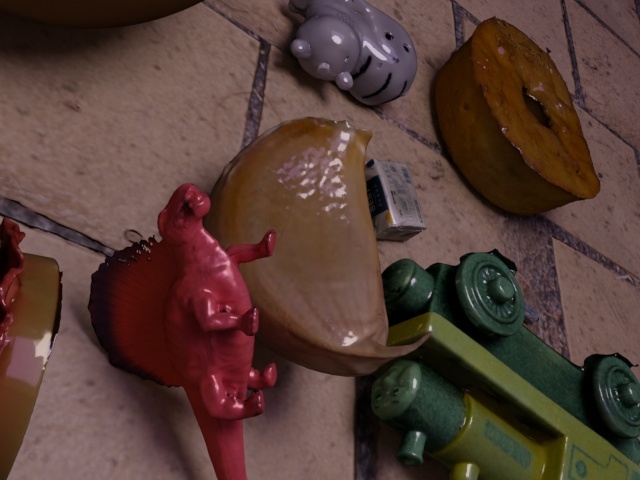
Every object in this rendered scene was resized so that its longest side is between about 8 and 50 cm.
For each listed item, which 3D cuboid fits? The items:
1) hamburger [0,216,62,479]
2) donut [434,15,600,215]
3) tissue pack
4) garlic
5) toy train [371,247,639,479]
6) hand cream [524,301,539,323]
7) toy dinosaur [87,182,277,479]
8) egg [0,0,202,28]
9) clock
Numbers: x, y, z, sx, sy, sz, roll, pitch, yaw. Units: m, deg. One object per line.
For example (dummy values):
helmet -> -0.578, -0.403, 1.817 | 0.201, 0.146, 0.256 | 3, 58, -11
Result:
hamburger -> -0.227, 0.058, 0.423 | 0.136, 0.175, 0.175 | 21, 53, -26
donut -> 0.262, -0.158, 1.064 | 0.277, 0.108, 0.278 | 24, 51, -32
tissue pack -> 0.077, -0.044, 0.865 | 0.062, 0.042, 0.083 | 3, 64, -45
garlic -> -0.011, 0.010, 0.652 | 0.145, 0.164, 0.245 | 37, 32, -51
toy train -> 0.180, 0.176, 0.763 | 0.368, 0.150, 0.237 | 37, 51, -20
hand cream -> 0.236, 0.074, 0.966 | 0.093, 0.019, 0.030 | 34, 45, -22
toy dinosaur -> -0.103, 0.095, 0.569 | 0.070, 0.138, 0.286 | -64, 155, -68
egg -> -0.156, -0.329, 0.604 | 0.374, 0.301, 0.301 | -39, 96, -25
clock -> 0.039, -0.210, 0.902 | 0.176, 0.080, 0.117 | 26, 49, -30
